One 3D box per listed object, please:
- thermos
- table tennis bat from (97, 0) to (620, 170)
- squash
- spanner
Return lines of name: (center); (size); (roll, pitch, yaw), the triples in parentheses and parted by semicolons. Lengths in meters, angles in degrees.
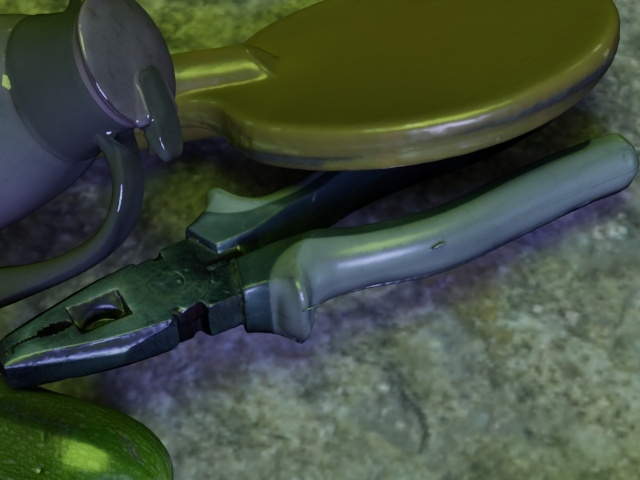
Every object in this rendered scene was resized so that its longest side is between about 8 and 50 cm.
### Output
thermos: (-0.150, -0.041, 0.831); (0.193, 0.105, 0.137); (-19, 84, 29)
table tennis bat: (-0.009, -0.084, 0.895); (0.321, 0.050, 0.198); (-9, 29, 9)
squash: (-0.172, 0.083, 0.811); (0.229, 0.066, 0.066); (18, 59, 18)
spanner: (0.000, 0.000, 0.839); (0.325, 0.040, 0.095); (-22, 44, -20)
